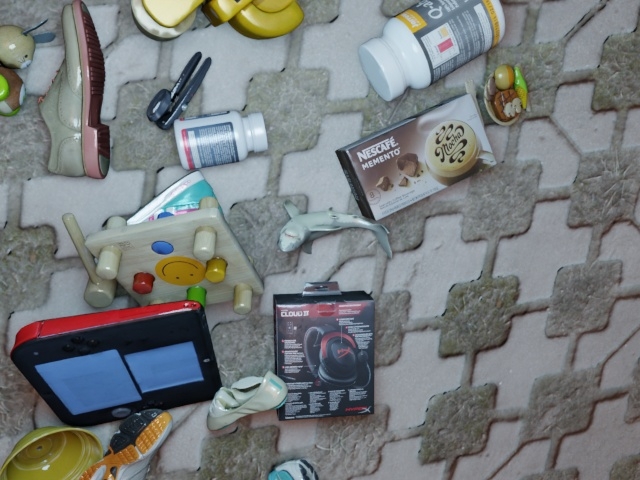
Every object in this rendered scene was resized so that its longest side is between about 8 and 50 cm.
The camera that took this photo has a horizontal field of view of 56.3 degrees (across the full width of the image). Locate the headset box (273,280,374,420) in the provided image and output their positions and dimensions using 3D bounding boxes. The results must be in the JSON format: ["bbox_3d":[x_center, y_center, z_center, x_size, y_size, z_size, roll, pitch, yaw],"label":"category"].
[{"bbox_3d":[0.006,0.237,1.335,0.218,0.110,0.293,-2,98,-8],"label":"headset box"}]

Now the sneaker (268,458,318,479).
[{"bbox_3d":[-0.029,0.640,1.406,0.110,0.107,0.275,-24,96,15],"label":"sneaker"}]

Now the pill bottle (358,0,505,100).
[{"bbox_3d":[0.230,-0.419,1.257,0.278,0.162,0.162,-31,101,-4],"label":"pill bottle"}]

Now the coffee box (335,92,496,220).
[{"bbox_3d":[0.204,-0.181,1.306,0.297,0.119,0.168,-24,102,-5],"label":"coffee box"}]

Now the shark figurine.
[{"bbox_3d":[0.015,-0.011,1.326,0.278,0.166,0.116,-4,125,-24],"label":"shark figurine"}]

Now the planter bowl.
[{"bbox_3d":[-0.582,0.463,1.266,0.217,0.090,0.217,-22,128,-32],"label":"planter bowl"}]

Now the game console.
[{"bbox_3d":[-0.381,0.257,1.186,0.342,0.060,0.386,-7,143,-7],"label":"game console"}]

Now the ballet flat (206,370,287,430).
[{"bbox_3d":[-0.178,0.341,1.290,0.248,0.086,0.086,-29,103,29],"label":"ballet flat"}]

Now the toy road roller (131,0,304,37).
[{"bbox_3d":[-0.183,-0.469,1.172,0.329,0.202,0.240,-41,112,-3],"label":"toy road roller"}]

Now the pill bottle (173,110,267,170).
[{"bbox_3d":[-0.205,-0.212,1.244,0.180,0.108,0.108,-10,99,-7],"label":"pill bottle"}]

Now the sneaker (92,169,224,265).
[{"bbox_3d":[-0.317,0.010,1.255,0.295,0.124,0.178,-39,92,-3],"label":"sneaker"}]

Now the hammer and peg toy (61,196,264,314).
[{"bbox_3d":[-0.315,0.056,1.120,0.361,0.127,0.266,-10,141,10],"label":"hammer and peg toy"}]

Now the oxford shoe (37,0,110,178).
[{"bbox_3d":[-0.499,-0.295,1.183,0.130,0.123,0.348,-1,97,-3],"label":"oxford shoe"}]

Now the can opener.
[{"bbox_3d":[-0.287,-0.311,1.245,0.059,0.073,0.186,38,81,-4],"label":"can opener"}]

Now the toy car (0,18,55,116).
[{"bbox_3d":[-0.589,-0.352,1.154,0.188,0.155,0.149,-44,102,-14],"label":"toy car"}]

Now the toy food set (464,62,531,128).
[{"bbox_3d":[0.409,-0.321,1.322,0.192,0.038,0.132,-25,103,-30],"label":"toy food set"}]

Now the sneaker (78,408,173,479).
[{"bbox_3d":[-0.409,0.476,1.311,0.262,0.099,0.121,-46,147,1],"label":"sneaker"}]
